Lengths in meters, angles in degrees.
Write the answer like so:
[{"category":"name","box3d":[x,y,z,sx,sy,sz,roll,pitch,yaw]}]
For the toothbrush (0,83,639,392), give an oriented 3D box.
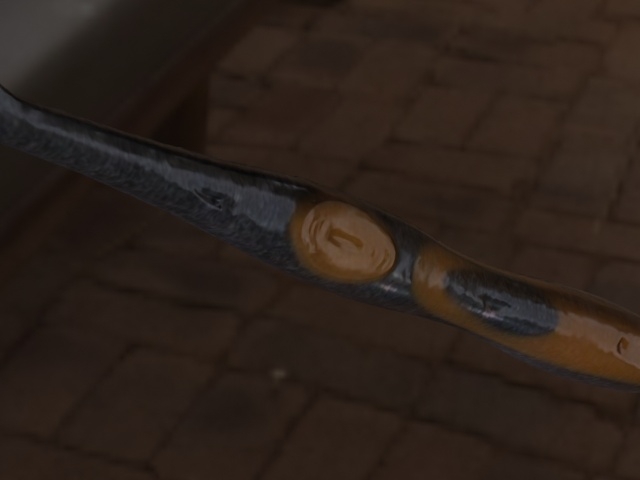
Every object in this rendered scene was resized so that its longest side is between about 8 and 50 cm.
[{"category":"toothbrush","box3d":[0.002,0.001,0.416,0.031,0.023,0.321,17,-2,42]}]
